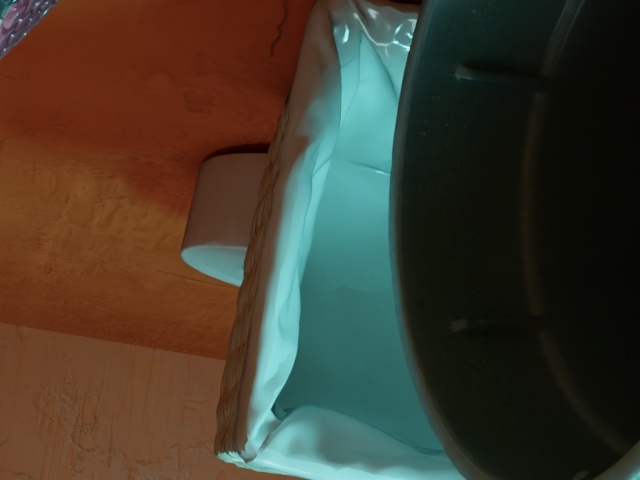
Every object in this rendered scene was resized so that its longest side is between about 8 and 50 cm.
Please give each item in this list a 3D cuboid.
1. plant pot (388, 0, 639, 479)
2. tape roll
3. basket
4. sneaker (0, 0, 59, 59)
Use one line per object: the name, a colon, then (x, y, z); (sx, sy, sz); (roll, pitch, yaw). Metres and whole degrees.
plant pot: (0.253, -0.028, 0.643); (0.334, 0.341, 0.341); (5, 168, -20)
tape roll: (0.000, 0.000, 1.279); (0.286, 0.100, 0.286); (11, 169, 2)
basket: (0.106, 0.041, 0.908); (0.328, 0.331, 0.266); (12, 164, -8)
sneaker: (-0.190, -0.185, 0.687); (0.112, 0.121, 0.299); (40, 161, -7)
